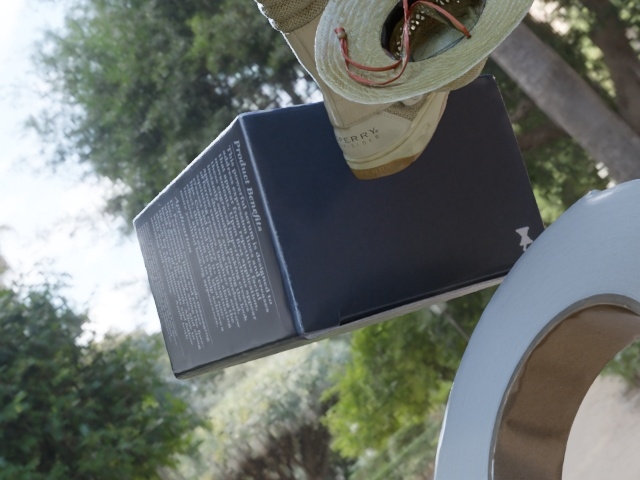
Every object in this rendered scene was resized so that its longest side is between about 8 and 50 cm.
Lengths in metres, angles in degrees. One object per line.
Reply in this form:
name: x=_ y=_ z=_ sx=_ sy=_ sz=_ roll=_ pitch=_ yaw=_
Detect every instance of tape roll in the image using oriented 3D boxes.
tape roll: x=0.204 y=0.145 z=0.663 sx=0.392 sy=0.072 sz=0.392 roll=-161 pitch=90 yaw=-72

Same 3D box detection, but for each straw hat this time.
straw hat: x=0.071 y=-0.123 z=0.559 sx=0.144 sy=0.144 sz=0.061 roll=-42 pitch=-43 yaw=4

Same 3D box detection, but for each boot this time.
boot: x=0.042 y=-0.207 z=0.811 sx=0.095 sy=0.203 sz=0.262 roll=-9 pitch=40 yaw=37

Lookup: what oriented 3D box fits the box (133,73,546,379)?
box: x=0.000 y=0.000 z=1.054 sx=0.293 sy=0.212 sz=0.395 roll=-13 pitch=-7 yaw=-28
